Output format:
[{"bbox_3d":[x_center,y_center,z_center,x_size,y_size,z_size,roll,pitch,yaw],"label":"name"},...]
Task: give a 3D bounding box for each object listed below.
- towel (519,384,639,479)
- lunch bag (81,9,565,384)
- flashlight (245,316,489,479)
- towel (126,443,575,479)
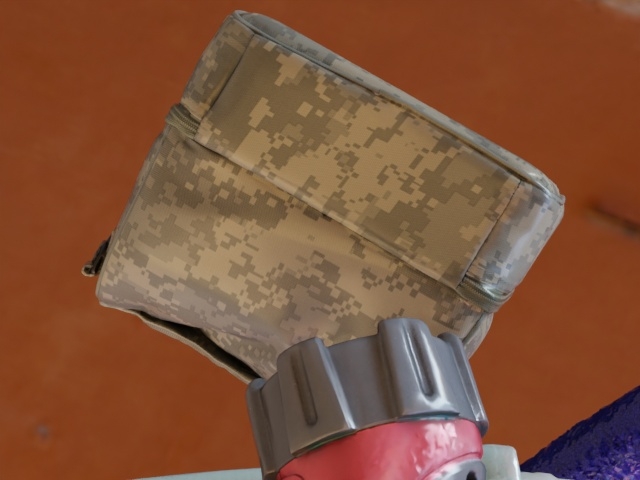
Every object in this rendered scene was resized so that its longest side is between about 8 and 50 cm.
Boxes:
[{"bbox_3d":[0.202,0.165,1.102,0.227,0.076,0.308,-8,154,-39],"label":"towel"},{"bbox_3d":[0.000,0.000,1.300,0.256,0.305,0.212,-60,175,4],"label":"lunch bag"},{"bbox_3d":[0.050,0.187,0.695,0.103,0.103,0.304,28,41,-59],"label":"flashlight"},{"bbox_3d":[-0.042,0.277,0.853,0.090,0.374,0.321,67,18,-70],"label":"towel"}]
